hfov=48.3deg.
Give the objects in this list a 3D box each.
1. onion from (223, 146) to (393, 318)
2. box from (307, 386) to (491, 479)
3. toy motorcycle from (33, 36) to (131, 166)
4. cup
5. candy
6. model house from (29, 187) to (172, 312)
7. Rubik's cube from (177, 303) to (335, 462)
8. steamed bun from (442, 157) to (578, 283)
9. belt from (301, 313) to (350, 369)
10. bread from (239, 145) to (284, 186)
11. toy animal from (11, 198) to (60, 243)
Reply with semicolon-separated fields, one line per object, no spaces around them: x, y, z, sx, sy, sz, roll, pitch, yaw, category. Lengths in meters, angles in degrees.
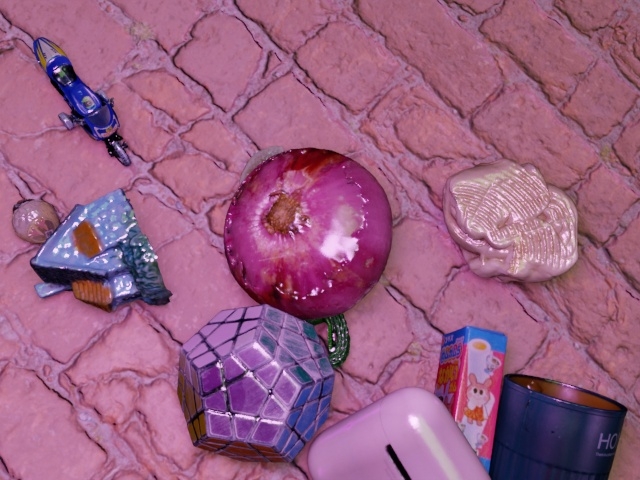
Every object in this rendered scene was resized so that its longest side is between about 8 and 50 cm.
-0.026;-0.004;1.494;0.358;0.345;0.358;-1;64;1;onion
0.145;0.458;1.387;0.141;0.349;0.289;-19;74;-54;box
-0.513;-0.300;1.552;0.113;0.169;0.315;-38;85;-16;toy motorcycle
0.473;0.447;1.478;0.242;0.308;0.292;13;90;20;cup
0.305;0.345;1.525;0.100;0.157;0.306;15;73;-5;candy
-0.449;0.058;1.415;0.241;0.261;0.226;-23;79;-16;model house
-0.128;0.280;1.393;0.264;0.319;0.319;26;69;28;Rubik's cube
0.421;-0.039;1.636;0.289;0.203;0.276;2;83;5;steamed bun
0.005;0.213;1.555;0.121;0.079;0.151;-18;67;-4;belt
-0.131;-0.128;1.643;0.112;0.036;0.193;-3;75;-10;bread
-0.594;-0.037;1.520;0.098;0.137;0.098;-16;55;25;toy animal
